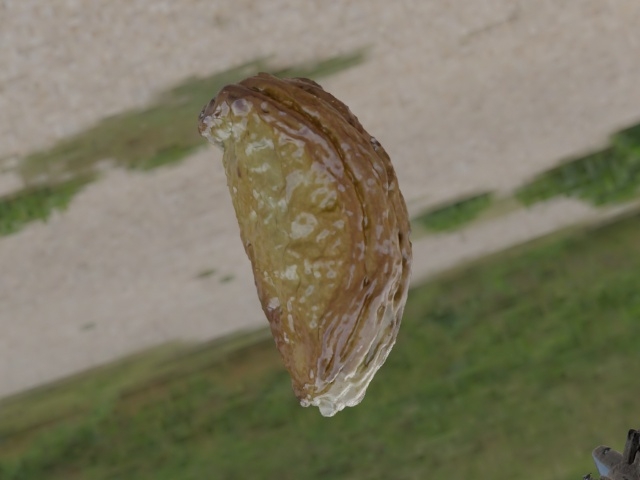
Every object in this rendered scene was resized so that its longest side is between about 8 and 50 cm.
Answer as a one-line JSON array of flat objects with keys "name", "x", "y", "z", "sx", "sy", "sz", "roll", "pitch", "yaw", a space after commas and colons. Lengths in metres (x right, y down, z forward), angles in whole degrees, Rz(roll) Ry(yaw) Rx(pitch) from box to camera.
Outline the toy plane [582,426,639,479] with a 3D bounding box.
[{"name": "toy plane", "x": 0.270, "y": 0.193, "z": 1.534, "sx": 0.169, "sy": 0.078, "sz": 0.246, "roll": 13, "pitch": -168, "yaw": -16}]

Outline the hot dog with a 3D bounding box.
[{"name": "hot dog", "x": 0.002, "y": -0.003, "z": 1.463, "sx": 0.114, "sy": 0.259, "sz": 0.175, "roll": -19, "pitch": 176, "yaw": -20}]
